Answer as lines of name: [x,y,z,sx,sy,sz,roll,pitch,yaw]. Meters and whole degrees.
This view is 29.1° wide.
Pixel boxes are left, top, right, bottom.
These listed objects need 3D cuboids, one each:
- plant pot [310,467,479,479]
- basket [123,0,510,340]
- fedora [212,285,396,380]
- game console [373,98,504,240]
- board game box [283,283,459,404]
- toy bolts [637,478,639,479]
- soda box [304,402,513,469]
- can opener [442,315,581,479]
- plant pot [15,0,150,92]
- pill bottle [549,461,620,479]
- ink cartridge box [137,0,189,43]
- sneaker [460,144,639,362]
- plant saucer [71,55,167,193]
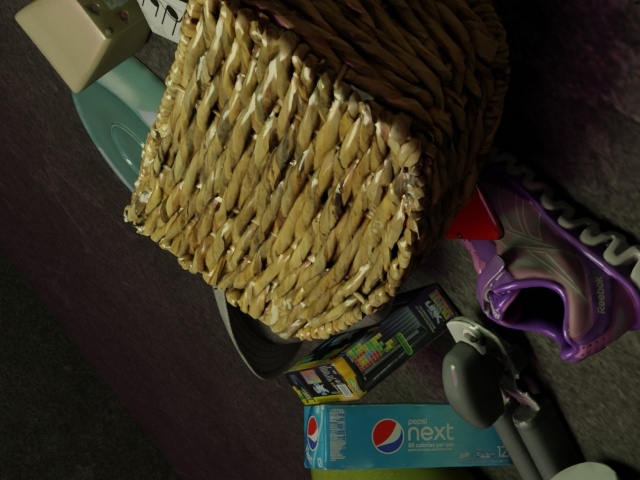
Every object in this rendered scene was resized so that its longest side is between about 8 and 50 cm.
plant pot: [0.116,0.366,1.501,0.293,0.275,0.275,62,162,13]
basket: [0.022,-0.093,0.884,0.213,0.223,0.299,36,145,4]
fedora: [0.000,0.000,1.159,0.124,0.244,0.275,1,126,25]
game console: [0.096,-0.074,0.958,0.085,0.124,0.144,29,168,-25]
board game box: [0.050,0.111,1.293,0.048,0.141,0.170,54,159,-4]
toy bolts: [0.267,0.307,1.020,0.158,0.218,0.228,46,131,18]
soda box: [0.091,0.203,1.288,0.071,0.210,0.067,155,116,-70]
can opener: [0.190,0.185,1.227,0.074,0.093,0.280,17,148,53]
plant pot: [-0.244,-0.244,1.334,0.109,0.109,0.096,52,147,-8]
pill bottle: [0.289,0.312,1.204,0.112,0.112,0.186,11,138,59]
ink cartridge box: [-0.104,-0.220,1.163,0.207,0.046,0.097,30,153,41]
sneaker: [0.152,0.011,0.967,0.236,0.104,0.095,38,158,31]
plant saucer: [-0.224,-0.119,1.591,0.317,0.044,0.317,41,157,21]
